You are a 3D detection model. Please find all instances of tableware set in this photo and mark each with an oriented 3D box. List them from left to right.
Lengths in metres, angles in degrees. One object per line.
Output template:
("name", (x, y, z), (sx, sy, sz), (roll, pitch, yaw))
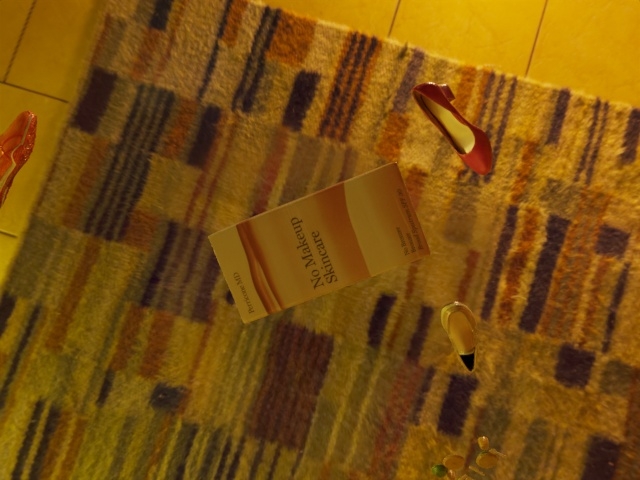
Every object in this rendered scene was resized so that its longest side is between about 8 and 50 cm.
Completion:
("tableware set", (0.325, 0.492, 1.048), (0.104, 0.024, 0.154), (31, 116, -12))

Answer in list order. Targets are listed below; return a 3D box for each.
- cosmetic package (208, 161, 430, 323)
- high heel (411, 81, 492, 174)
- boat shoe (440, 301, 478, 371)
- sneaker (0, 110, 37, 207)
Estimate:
("cosmetic package", (0.000, 0.000, 0.736), (0.296, 0.129, 0.153), (-22, 95, 6))
("high heel", (0.290, -0.246, 1.044), (0.117, 0.082, 0.243), (-20, 84, -38))
("boat shoe", (0.304, 0.208, 0.992), (0.068, 0.072, 0.190), (-18, 127, 18))
("sneaker", (-0.464, -0.113, 0.669), (0.068, 0.064, 0.175), (30, 85, -20))
